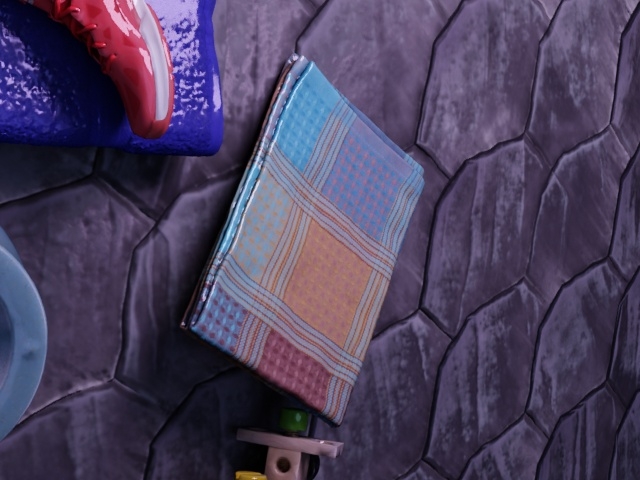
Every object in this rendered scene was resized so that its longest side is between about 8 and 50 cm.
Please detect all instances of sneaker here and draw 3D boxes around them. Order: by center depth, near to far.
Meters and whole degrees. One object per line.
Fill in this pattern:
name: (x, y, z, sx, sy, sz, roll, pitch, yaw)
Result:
sneaker: (-0.215, -0.190, 0.765, 0.128, 0.087, 0.221, -13, 85, -30)

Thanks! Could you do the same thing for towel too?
towel: (-0.239, -0.198, 0.833, 0.308, 0.076, 0.227, -1, 90, -39)
towel: (0.000, 0.000, 1.022, 0.271, 0.040, 0.370, 39, 59, -36)

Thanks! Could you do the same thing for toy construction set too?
toy construction set: (-0.032, 0.304, 0.932, 0.257, 0.309, 0.237, 26, 74, -47)

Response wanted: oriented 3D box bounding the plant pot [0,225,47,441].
plant pot: (-0.342, 0.060, 0.657, 0.272, 0.255, 0.271, -5, 98, -39)
